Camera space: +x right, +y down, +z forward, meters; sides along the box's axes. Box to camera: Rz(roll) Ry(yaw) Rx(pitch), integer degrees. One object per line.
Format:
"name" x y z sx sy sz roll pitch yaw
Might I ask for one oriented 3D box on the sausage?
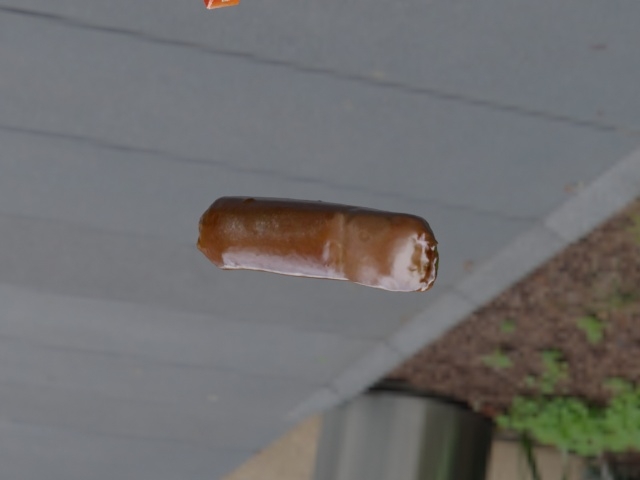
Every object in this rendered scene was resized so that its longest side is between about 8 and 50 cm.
"sausage" 0.000 -0.001 1.925 0.348 0.097 0.094 6 -165 34

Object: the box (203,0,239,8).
"box" -0.106 -0.335 1.747 0.048 0.100 0.152 -13 158 -21
